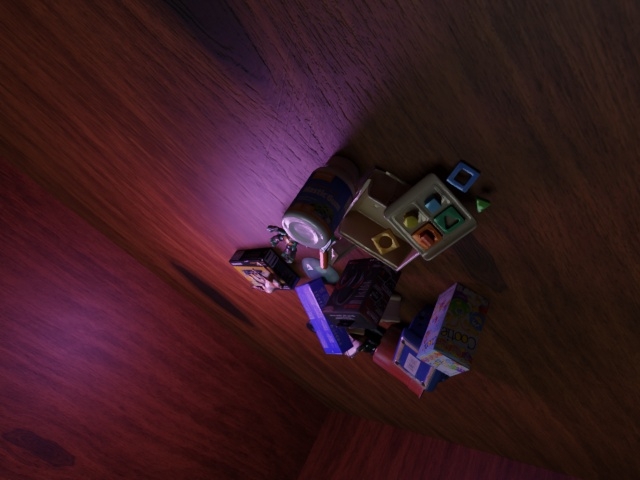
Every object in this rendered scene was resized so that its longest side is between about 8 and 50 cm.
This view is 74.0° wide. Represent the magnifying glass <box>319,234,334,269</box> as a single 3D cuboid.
[{"bbox_3d":[0.011,0.015,1.450,0.092,0.026,0.231,37,146,31],"label":"magnifying glass"}]

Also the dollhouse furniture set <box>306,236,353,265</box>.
[{"bbox_3d":[0.032,-0.059,1.535,0.242,0.161,0.212,50,153,11],"label":"dollhouse furniture set"}]

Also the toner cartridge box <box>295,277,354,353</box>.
[{"bbox_3d":[0.014,0.350,1.960,0.348,0.075,0.165,64,152,0],"label":"toner cartridge box"}]

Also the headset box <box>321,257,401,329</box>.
[{"bbox_3d":[0.153,0.214,1.639,0.110,0.293,0.218,46,148,-25],"label":"headset box"}]

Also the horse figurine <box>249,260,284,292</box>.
[{"bbox_3d":[-0.263,0.198,2.060,0.174,0.066,0.263,37,148,0],"label":"horse figurine"}]

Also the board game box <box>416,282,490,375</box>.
[{"bbox_3d":[0.477,0.318,1.522,0.142,0.275,0.144,29,151,2],"label":"board game box"}]

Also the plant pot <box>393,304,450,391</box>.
[{"bbox_3d":[0.431,0.439,1.696,0.236,0.212,0.236,36,136,32],"label":"plant pot"}]

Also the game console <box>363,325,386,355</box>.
[{"bbox_3d":[0.292,0.546,2.282,0.213,0.044,0.361,30,150,4],"label":"game console"}]

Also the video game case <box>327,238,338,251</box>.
[{"bbox_3d":[0.000,0.000,1.732,0.166,0.015,0.119,29,151,3],"label":"video game case"}]

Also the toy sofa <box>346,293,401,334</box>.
[{"bbox_3d":[0.208,0.303,1.909,0.150,0.177,0.362,12,155,-18],"label":"toy sofa"}]

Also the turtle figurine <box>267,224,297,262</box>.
[{"bbox_3d":[-0.141,0.005,1.760,0.175,0.118,0.234,63,164,2],"label":"turtle figurine"}]

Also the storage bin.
[{"bbox_3d":[0.212,-0.061,1.334,0.260,0.123,0.262,32,151,-2],"label":"storage bin"}]

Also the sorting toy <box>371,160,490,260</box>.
[{"bbox_3d":[0.296,-0.055,1.155,0.347,0.047,0.196,-40,100,25],"label":"sorting toy"}]

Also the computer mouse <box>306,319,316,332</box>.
[{"bbox_3d":[0.045,0.472,2.380,0.184,0.060,0.262,40,138,-9],"label":"computer mouse"}]

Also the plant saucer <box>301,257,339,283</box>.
[{"bbox_3d":[-0.008,0.153,1.954,0.195,0.037,0.195,22,150,13],"label":"plant saucer"}]

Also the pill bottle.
[{"bbox_3d":[0.011,-0.123,1.268,0.152,0.272,0.152,23,151,14],"label":"pill bottle"}]

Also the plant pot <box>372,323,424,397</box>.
[{"bbox_3d":[0.404,0.538,1.968,0.265,0.272,0.272,27,152,22],"label":"plant pot"}]

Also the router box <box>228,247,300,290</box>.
[{"bbox_3d":[-0.288,0.150,2.157,0.308,0.081,0.243,-6,135,47],"label":"router box"}]

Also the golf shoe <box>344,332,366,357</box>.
[{"bbox_3d":[0.160,0.571,2.337,0.120,0.105,0.273,58,162,2],"label":"golf shoe"}]
